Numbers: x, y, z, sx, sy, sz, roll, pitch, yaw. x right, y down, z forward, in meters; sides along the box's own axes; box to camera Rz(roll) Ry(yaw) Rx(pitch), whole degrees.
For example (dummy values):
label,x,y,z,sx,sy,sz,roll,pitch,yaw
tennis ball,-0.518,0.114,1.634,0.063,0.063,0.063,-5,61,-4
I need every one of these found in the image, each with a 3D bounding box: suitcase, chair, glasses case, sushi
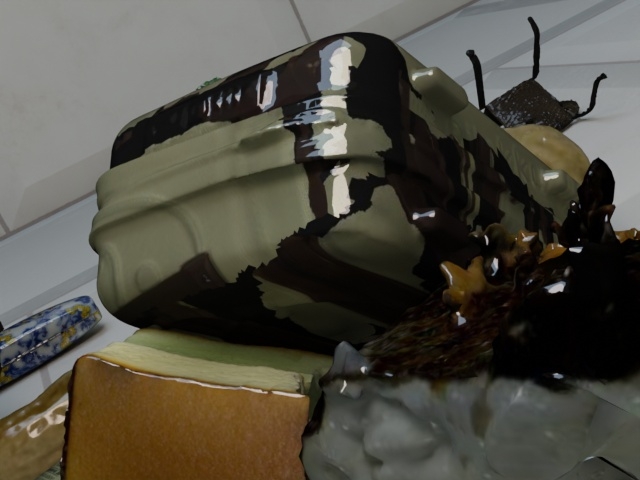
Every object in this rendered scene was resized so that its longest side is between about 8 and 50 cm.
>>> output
label,x,y,z,sx,sy,sz,roll,pitch,yaw
suitcase,0.000,0.000,0.754,0.339,0.351,0.194,-16,63,35
chair,0.284,-0.183,1.381,0.174,0.149,0.213,-32,-25,-14
glasses case,-0.425,0.153,1.381,0.248,0.065,0.087,-32,15,-21
sushi,0.159,0.074,0.479,0.348,0.235,0.207,-8,21,36

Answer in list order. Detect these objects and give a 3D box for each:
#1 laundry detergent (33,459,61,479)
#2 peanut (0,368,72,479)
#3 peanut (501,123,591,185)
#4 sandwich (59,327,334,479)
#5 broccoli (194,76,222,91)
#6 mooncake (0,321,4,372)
label,x,y,z,sx,sy,sz,roll,pitch,yaw
laundry detergent,-0.238,0.250,0.743,0.253,0.091,0.181,-33,16,-25
peanut,-0.254,0.189,0.965,0.226,0.095,0.108,-35,3,-21
peanut,0.113,-0.017,0.970,0.325,0.153,0.140,-26,-4,26
sandwich,-0.061,0.180,0.612,0.186,0.220,0.108,8,8,15
broccoli,-0.047,-0.079,1.140,0.270,0.270,0.270,-55,15,6
mooncake,-0.503,0.143,1.056,0.187,0.324,0.324,-13,19,30
